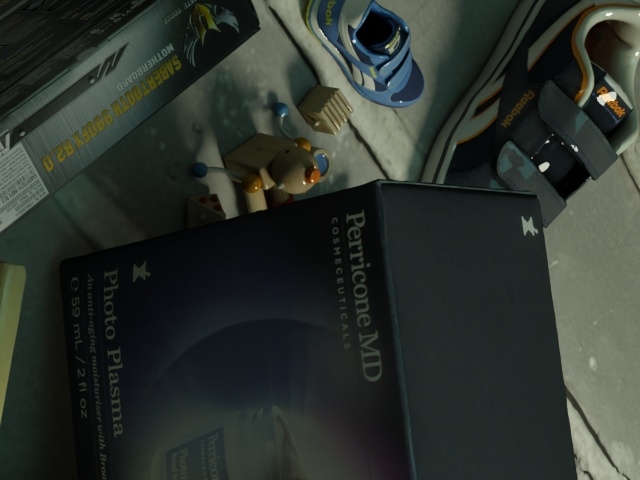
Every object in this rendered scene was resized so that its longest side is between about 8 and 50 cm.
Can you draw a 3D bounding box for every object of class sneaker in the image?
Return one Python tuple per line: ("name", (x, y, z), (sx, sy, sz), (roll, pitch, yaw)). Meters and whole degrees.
("sneaker", (0.048, -0.152, 1.117), (0.144, 0.059, 0.053), (38, 70, -44))
("sneaker", (0.196, -0.094, 1.233), (0.126, 0.127, 0.321), (38, 74, -45))

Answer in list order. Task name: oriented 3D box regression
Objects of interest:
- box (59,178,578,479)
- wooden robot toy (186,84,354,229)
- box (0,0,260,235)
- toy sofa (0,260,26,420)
("box", (-0.005, 0.131, 0.900), (0.183, 0.294, 0.296), (2, 78, -50))
("wooden robot toy", (-0.022, -0.052, 1.055), (0.173, 0.079, 0.076), (-40, 124, -32))
("box", (-0.177, -0.092, 0.817), (0.231, 0.183, 0.056), (-43, 125, -31))
("toy sofa", (-0.348, 0.050, 0.690), (0.363, 0.177, 0.150), (13, 84, -45))
